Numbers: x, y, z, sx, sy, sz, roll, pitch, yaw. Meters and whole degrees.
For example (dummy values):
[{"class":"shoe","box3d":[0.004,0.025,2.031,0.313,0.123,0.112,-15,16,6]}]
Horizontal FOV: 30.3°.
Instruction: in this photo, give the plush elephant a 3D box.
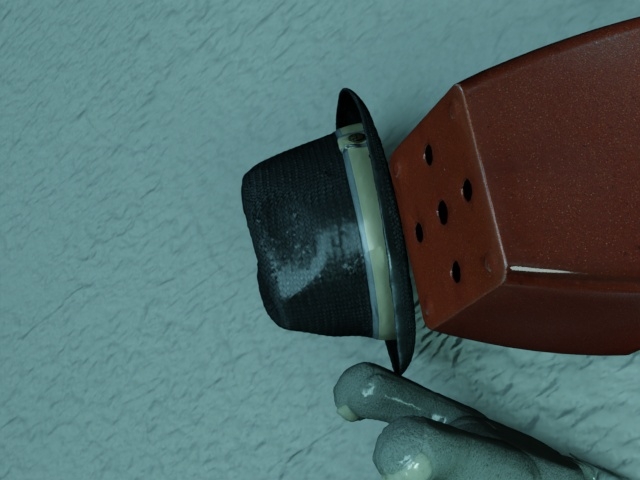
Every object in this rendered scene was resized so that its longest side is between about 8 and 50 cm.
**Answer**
[{"class":"plush elephant","box3d":[0.130,0.301,1.138,0.255,0.330,0.272,-66,19,3]}]

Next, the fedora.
[{"class":"fedora","box3d":[0.000,0.000,1.281,0.152,0.334,0.334,-10,75,-2]}]

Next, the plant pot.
[{"class":"plant pot","box3d":[0.215,-0.036,1.087,0.267,0.235,0.267,134,127,-64]}]
